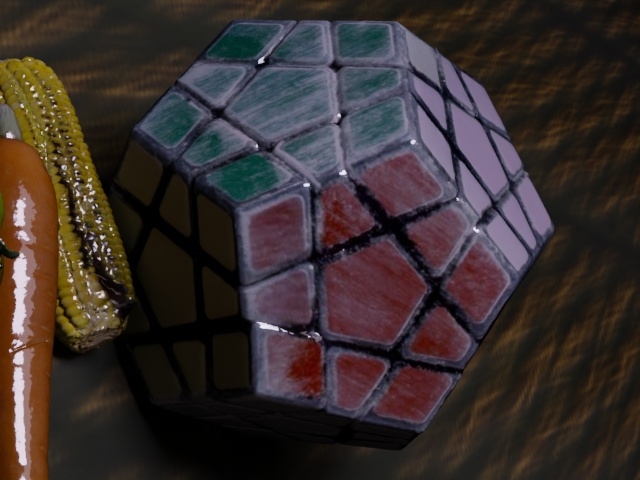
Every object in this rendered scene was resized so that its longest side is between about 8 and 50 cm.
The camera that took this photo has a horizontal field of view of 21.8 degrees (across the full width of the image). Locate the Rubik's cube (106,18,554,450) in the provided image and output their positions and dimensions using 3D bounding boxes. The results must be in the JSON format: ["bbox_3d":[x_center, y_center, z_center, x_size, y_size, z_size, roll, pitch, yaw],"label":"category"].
[{"bbox_3d":[0.000,0.000,1.149,0.264,0.319,0.319,33,27,6],"label":"Rubik's cube"}]

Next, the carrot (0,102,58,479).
[{"bbox_3d":[-0.187,0.069,0.990,0.069,0.069,0.336,22,55,-51],"label":"carrot"}]

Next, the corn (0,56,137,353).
[{"bbox_3d":[-0.177,-0.026,1.091,0.072,0.072,0.203,2,64,-59],"label":"corn"}]

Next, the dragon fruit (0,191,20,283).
[{"bbox_3d":[-0.241,0.004,0.922,0.175,0.138,0.142,-116,-174,-56],"label":"dragon fruit"}]
